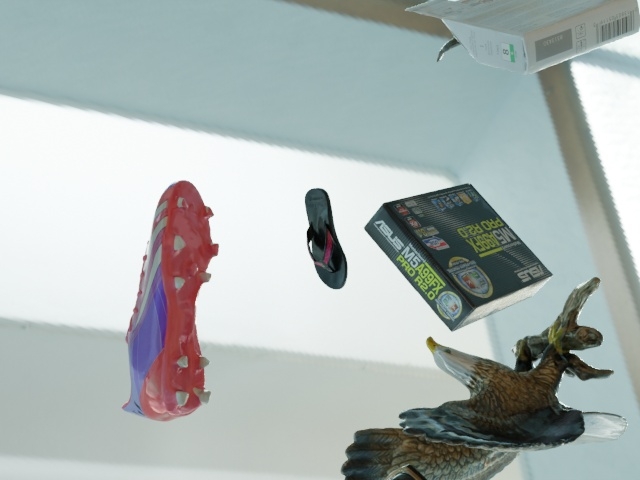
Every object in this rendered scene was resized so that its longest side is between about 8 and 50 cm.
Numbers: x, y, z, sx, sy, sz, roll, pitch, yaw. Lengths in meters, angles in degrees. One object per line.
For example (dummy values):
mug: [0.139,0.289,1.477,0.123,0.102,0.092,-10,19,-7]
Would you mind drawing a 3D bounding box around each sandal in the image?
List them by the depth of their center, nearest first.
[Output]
sandal: [0.000,0.000,1.804,0.040,0.067,0.179,-20,-82,-54]

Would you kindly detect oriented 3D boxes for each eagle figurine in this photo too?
eagle figurine: [0.188,0.195,1.185,0.225,0.226,0.298,13,-138,39]

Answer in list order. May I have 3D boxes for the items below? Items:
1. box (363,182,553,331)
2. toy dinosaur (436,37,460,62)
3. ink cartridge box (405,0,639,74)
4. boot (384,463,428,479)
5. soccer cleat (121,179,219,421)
box: [0.223,0.018,1.670,0.270,0.060,0.216,-14,-122,-51]
toy dinosaur: [0.357,-0.406,1.946,0.121,0.313,0.160,38,-142,-18]
ink cartridge box: [0.239,-0.266,1.278,0.181,0.056,0.224,-23,-152,-24]
boot: [0.024,0.311,1.008,0.137,0.198,0.077,-1,-150,-48]
soccer cleat: [-0.162,0.061,1.086,0.083,0.095,0.248,15,-108,-59]
